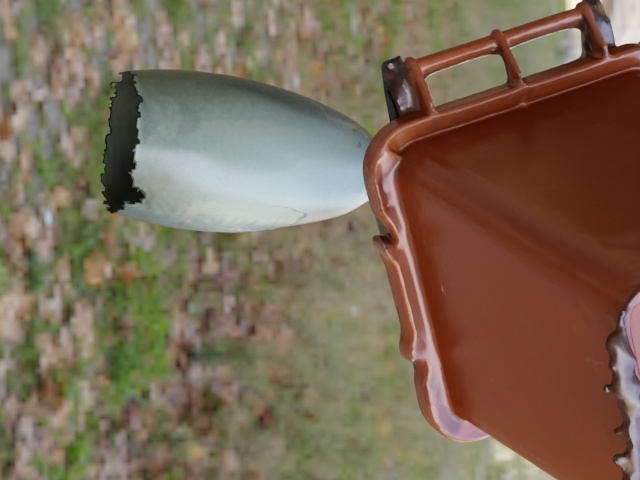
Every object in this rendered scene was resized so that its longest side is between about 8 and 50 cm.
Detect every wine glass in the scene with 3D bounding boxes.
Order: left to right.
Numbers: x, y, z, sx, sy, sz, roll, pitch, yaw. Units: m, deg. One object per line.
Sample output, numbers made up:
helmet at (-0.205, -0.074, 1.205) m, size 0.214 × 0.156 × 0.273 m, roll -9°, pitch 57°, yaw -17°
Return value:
wine glass at (0.000, 0.000, 1.062) m, size 0.264 × 0.309 × 0.096 m, roll 121°, pitch -33°, yaw -52°

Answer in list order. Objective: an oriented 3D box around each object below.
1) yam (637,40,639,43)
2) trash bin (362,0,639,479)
yam at (0.328, -0.121, 0.997) m, size 0.371 × 0.083 × 0.083 m, roll -4°, pitch -92°, yaw 60°
trash bin at (0.126, 0.010, 0.679) m, size 0.238 × 0.161 × 0.184 m, roll -142°, pitch -145°, yaw -69°
